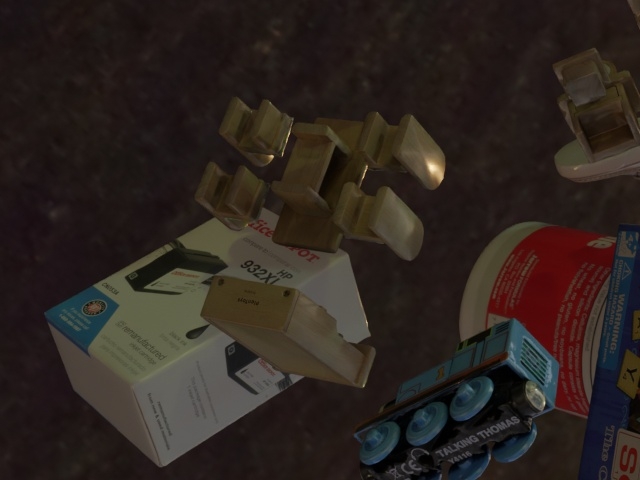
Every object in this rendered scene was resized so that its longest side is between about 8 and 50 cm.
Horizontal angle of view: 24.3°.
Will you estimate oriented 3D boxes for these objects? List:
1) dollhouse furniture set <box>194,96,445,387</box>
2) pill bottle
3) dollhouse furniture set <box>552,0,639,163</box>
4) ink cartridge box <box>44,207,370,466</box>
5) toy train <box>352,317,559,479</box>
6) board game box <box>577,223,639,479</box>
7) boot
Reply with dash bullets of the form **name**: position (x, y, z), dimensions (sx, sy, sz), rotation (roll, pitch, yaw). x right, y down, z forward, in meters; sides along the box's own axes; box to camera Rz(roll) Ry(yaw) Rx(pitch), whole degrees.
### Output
- **dollhouse furniture set**: position (0.000, 0.000, 1.467), dimensions (0.161, 0.212, 0.242), rotation (42, 63, -52)
- **pill bottle**: position (0.387, 0.118, 1.783), dimensions (0.229, 0.408, 0.229), rotation (-13, 109, -42)
- **dollhouse furniture set**: position (0.321, -0.294, 1.432), dimensions (0.303, 0.173, 0.355), rotation (-22, 131, 17)
- **ink cartridge box**: position (-0.133, 0.099, 1.766), dimensions (0.307, 0.223, 0.129), rotation (-31, 125, -24)
- **toy train**: position (0.108, 0.142, 1.204), dimensions (0.184, 0.080, 0.105), rotation (-31, -157, 34)
- **board game box**: position (0.261, 0.153, 0.905), dimensions (0.066, 0.318, 0.318), rotation (9, 89, -18)
- **boot**: position (0.430, -0.092, 1.860), dimensions (0.258, 0.095, 0.123), rotation (-17, 117, 5)
